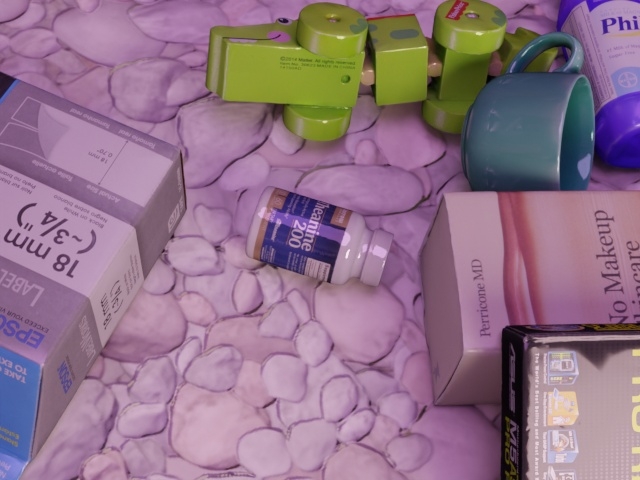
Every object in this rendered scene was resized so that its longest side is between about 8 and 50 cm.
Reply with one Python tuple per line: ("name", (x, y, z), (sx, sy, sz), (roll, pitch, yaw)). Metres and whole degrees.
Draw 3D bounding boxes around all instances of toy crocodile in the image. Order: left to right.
("toy crocodile", (0.062, -0.170, 1.036), (0.340, 0.115, 0.105), (-3, 39, -9))

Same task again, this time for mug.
("mug", (0.188, -0.096, 0.998), (0.097, 0.129, 0.158), (5, 48, 26))

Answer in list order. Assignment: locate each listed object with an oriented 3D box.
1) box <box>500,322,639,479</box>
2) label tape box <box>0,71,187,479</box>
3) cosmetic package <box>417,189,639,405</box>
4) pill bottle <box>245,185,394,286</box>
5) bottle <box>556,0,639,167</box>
("box", (0.244, 0.195, 0.813), (0.216, 0.060, 0.270), (0, 93, -6))
("label tape box", (-0.290, 0.030, 0.894), (0.240, 0.106, 0.334), (23, 62, 7))
("cosmetic package", (0.242, 0.047, 0.925), (0.296, 0.129, 0.153), (-2, 63, -6))
("pill bottle", (0.000, 0.000, 0.961), (0.120, 0.067, 0.067), (17, 61, 4))
("bottle", (0.296, -0.208, 1.089), (0.118, 0.092, 0.283), (-1, 61, -13))
